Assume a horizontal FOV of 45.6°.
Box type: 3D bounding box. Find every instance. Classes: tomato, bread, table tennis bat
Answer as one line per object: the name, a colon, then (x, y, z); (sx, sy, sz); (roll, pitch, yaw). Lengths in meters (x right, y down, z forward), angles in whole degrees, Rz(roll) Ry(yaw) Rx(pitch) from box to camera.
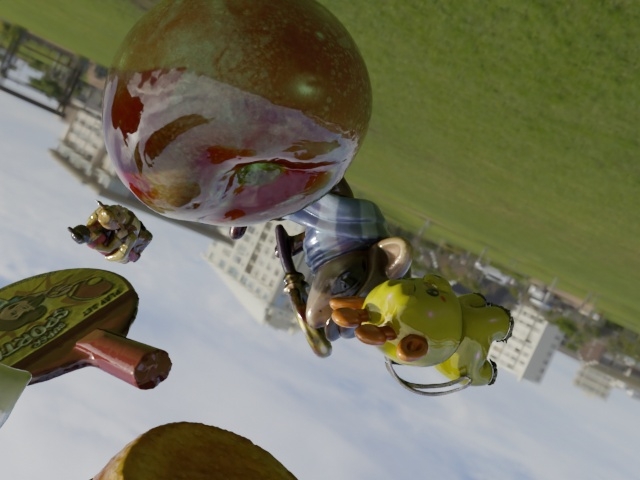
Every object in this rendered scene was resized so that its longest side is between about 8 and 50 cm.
tomato: (-0.087, -0.146, 0.776); (0.270, 0.270, 0.223); (21, -134, -54)
bread: (-0.138, 0.345, 0.876); (0.312, 0.172, 0.312); (29, -165, -8)
table tennis bat: (-0.357, 0.127, 1.053); (0.414, 0.051, 0.268); (12, -145, 40)

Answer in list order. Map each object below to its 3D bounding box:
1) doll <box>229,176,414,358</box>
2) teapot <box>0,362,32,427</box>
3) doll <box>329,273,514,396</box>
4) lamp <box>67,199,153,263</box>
doll: (-0.004, 0.002, 1.213); (0.340, 0.209, 0.318); (52, 158, 13)
teapot: (-0.329, 0.095, 0.531); (0.298, 0.204, 0.139); (-12, 135, 40)
doll: (0.111, 0.102, 0.863); (0.221, 0.135, 0.143); (8, -162, -39)
lamp: (-0.424, -0.022, 1.539); (0.118, 0.118, 0.253); (25, 171, 11)
